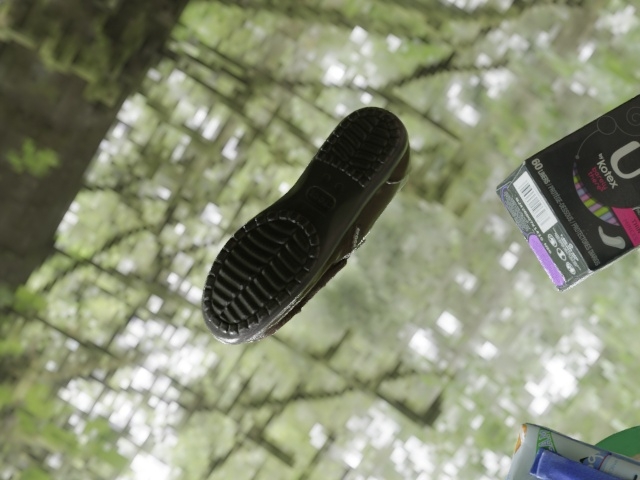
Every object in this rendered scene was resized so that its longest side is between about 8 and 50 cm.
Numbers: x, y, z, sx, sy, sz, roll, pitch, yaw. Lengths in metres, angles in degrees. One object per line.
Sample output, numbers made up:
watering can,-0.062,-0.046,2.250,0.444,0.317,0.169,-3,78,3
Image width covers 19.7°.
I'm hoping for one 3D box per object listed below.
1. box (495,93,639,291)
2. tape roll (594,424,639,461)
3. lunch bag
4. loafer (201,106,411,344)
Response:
box,0.384,-0.077,2.310,0.165,0.270,0.143,58,165,5
tape roll,0.426,0.346,2.104,0.321,0.077,0.321,0,-139,0
lunch bag,0.322,0.278,1.804,0.303,0.115,0.243,14,168,40
loafer,0.000,0.000,2.386,0.134,0.366,0.130,44,-178,33
